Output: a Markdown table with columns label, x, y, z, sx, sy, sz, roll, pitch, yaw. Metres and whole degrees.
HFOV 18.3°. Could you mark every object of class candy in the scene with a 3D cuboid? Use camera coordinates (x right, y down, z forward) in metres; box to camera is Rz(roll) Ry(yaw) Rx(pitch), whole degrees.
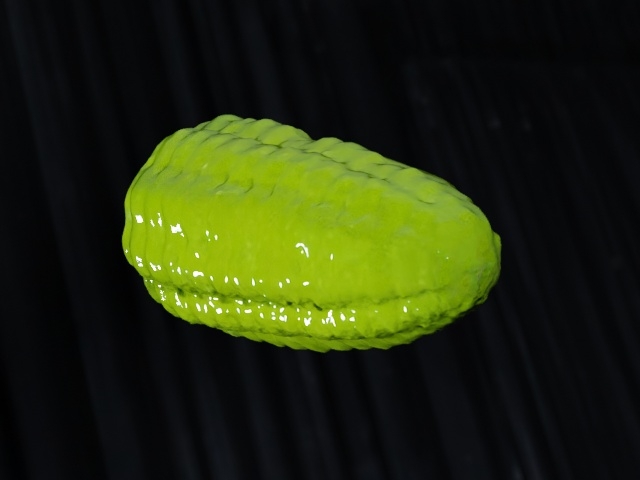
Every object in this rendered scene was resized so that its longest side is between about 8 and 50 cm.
| label | x | y | z | sx | sy | sz | roll | pitch | yaw |
| --- | --- | --- | --- | --- | --- | --- | --- | --- | --- |
| candy | 0.000 | 0.000 | 0.807 | 0.096 | 0.097 | 0.209 | 0 | -174 | -34 |
